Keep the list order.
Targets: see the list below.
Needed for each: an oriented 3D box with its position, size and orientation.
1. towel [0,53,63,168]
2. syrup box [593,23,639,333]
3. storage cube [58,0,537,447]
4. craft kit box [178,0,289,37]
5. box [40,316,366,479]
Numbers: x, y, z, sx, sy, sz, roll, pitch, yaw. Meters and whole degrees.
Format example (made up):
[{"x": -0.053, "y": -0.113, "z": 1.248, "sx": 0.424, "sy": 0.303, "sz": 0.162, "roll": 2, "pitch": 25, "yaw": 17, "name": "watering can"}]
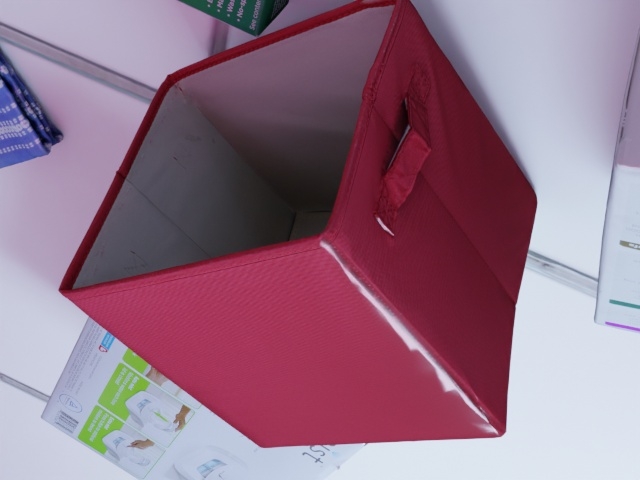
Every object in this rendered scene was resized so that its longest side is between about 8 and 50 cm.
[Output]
[{"x": -0.383, "y": -0.180, "z": 0.710, "sx": 0.243, "sy": 0.040, "sz": 0.336, "roll": -11, "pitch": 124, "yaw": 35, "name": "towel"}, {"x": 0.192, "y": -0.020, "z": 0.436, "sx": 0.096, "sy": 0.093, "sz": 0.237, "roll": 12, "pitch": 164, "yaw": 18, "name": "syrup box"}, {"x": 0.000, "y": 0.000, "z": 0.544, "sx": 0.215, "sy": 0.184, "sz": 0.193, "roll": -13, "pitch": 135, "yaw": 35, "name": "storage cube"}, {"x": -0.107, "y": -0.268, "z": 0.474, "sx": 0.246, "sy": 0.061, "sz": 0.250, "roll": 27, "pitch": 136, "yaw": 7, "name": "craft kit box"}, {"x": -0.089, "y": 0.120, "z": 0.764, "sx": 0.231, "sy": 0.127, "sz": 0.262, "roll": 33, "pitch": 136, "yaw": -3, "name": "box"}]
